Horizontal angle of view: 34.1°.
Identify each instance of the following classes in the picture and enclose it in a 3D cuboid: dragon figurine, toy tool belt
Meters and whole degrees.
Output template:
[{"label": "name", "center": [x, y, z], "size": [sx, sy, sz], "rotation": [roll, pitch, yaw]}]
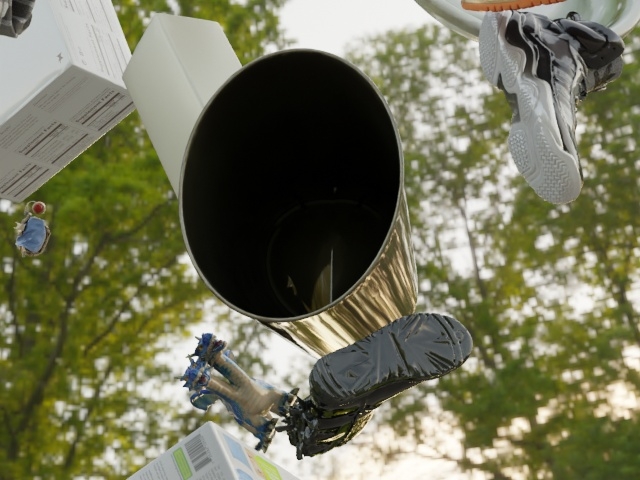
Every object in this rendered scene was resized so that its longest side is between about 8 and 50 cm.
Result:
[{"label": "dragon figurine", "center": [-0.108, 0.197, 1.343], "size": [0.144, 0.085, 0.289], "rotation": [32, -16, 8]}, {"label": "toy tool belt", "center": [-0.429, -0.017, 1.557], "size": [0.052, 0.083, 0.051], "rotation": [15, 2, -8]}]

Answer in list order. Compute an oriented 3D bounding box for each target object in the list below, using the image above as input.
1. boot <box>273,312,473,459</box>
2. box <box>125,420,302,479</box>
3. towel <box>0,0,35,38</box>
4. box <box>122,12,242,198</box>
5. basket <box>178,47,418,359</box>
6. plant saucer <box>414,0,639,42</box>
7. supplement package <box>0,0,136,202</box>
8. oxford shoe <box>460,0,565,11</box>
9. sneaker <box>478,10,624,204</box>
[{"label": "boot", "center": [0.033, 0.098, 0.685], "size": [0.121, 0.045, 0.099], "rotation": [-17, -28, -23]}, {"label": "box", "center": [-0.071, 0.267, 0.953], "size": [0.103, 0.114, 0.203], "rotation": [-36, -39, 6]}, {"label": "towel", "center": [-0.351, -0.310, 0.869], "size": [0.284, 0.121, 0.235], "rotation": [20, -78, 1]}, {"label": "box", "center": [-0.124, -0.123, 1.185], "size": [0.094, 0.275, 0.113], "rotation": [-1, -36, -40]}, {"label": "basket", "center": [0.000, 0.000, 0.799], "size": [0.154, 0.204, 0.227], "rotation": [-4, -23, 10]}, {"label": "plant saucer", "center": [0.252, -0.378, 1.457], "size": [0.401, 0.400, 0.100], "rotation": [4, -36, -14]}, {"label": "supplement package", "center": [-0.399, -0.215, 1.411], "size": [0.262, 0.204, 0.145], "rotation": [-34, -27, 21]}, {"label": "oxford shoe", "center": [0.308, -0.348, 1.116], "size": [0.364, 0.130, 0.132], "rotation": [-17, -74, 26]}, {"label": "sneaker", "center": [0.290, -0.169, 1.216], "size": [0.153, 0.268, 0.101], "rotation": [-9, -29, -11]}]
